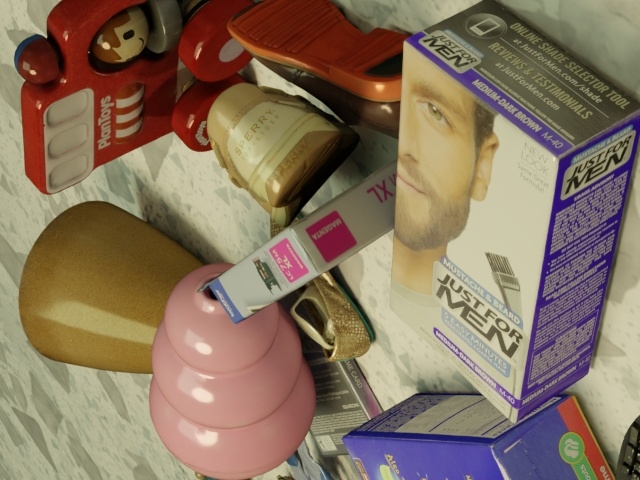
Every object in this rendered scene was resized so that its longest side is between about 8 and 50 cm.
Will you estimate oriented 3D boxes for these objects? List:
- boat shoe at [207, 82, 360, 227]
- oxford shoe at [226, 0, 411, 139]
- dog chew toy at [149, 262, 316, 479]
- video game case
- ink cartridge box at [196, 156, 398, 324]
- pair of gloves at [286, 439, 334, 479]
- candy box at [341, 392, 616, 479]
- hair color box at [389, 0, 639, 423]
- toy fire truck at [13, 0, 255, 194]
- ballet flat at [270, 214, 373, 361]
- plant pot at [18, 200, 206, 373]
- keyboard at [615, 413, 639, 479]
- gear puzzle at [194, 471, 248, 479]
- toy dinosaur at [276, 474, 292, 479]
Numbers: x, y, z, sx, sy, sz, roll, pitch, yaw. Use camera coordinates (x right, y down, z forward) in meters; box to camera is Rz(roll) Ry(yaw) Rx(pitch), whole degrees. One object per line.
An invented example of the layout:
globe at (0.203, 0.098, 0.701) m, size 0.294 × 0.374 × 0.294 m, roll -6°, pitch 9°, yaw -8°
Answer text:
boat shoe at (-0.040, -0.095, 1.438) m, size 0.110 × 0.121 × 0.341 m, roll 40°, pitch 178°, yaw 4°
oxford shoe at (0.005, -0.163, 1.427) m, size 0.271 × 0.097 × 0.098 m, roll 33°, pitch 150°, yaw 44°
dog chew toy at (-0.110, 0.145, 1.747) m, size 0.206 × 0.207 × 0.332 m, roll 45°, pitch 157°, yaw 28°
video game case at (-0.015, 0.149, 1.868) m, size 0.274 × 0.026 × 0.196 m, roll 62°, pitch 154°, yaw -3°
ink cartridge box at (0.000, 0.000, 1.496) m, size 0.065 × 0.186 × 0.311 m, roll 58°, pitch 155°, yaw -2°
pair of gloves at (-0.030, 0.293, 2.033) m, size 0.198 × 0.023 × 0.159 m, roll 25°, pitch 144°, yaw 62°
candy box at (0.191, 0.298, 1.544) m, size 0.317 × 0.122 × 0.268 m, roll -10°, pitch 107°, yaw 64°
hair color box at (0.159, -0.019, 1.287) m, size 0.185 × 0.110 × 0.338 m, roll 43°, pitch 148°, yaw 33°
toy fire truck at (-0.210, -0.192, 1.593) m, size 0.169 × 0.254 × 0.302 m, roll 48°, pitch 152°, yaw 22°
ballet flat at (-0.016, 0.052, 1.716) m, size 0.206 × 0.067 × 0.073 m, roll 56°, pitch 155°, yaw 7°
plant pot at (-0.239, 0.089, 2.015) m, size 0.254 × 0.237 × 0.237 m, roll 17°, pitch 133°, yaw 35°
keyboard at (0.384, 0.296, 1.301) m, size 0.317 × 0.033 × 0.201 m, roll 39°, pitch 148°, yaw 37°
gear puzzle at (-0.111, 0.498, 2.382) m, size 0.175 × 0.044 × 0.339 m, roll 1°, pitch 118°, yaw 60°
toy dinosaur at (-0.024, 0.425, 2.163) m, size 0.092 × 0.053 × 0.183 m, roll -132°, pitch 31°, yaw -57°
